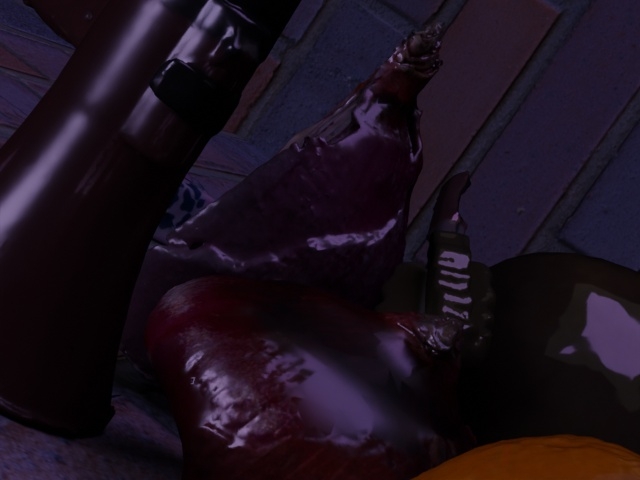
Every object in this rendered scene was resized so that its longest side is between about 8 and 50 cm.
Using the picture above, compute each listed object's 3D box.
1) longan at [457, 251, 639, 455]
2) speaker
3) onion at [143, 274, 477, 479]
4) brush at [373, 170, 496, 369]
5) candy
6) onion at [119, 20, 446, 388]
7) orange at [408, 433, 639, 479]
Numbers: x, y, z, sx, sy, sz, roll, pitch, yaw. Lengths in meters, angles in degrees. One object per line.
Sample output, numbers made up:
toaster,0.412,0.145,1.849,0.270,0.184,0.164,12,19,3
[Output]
longan,0.190,0.154,1.338,0.297,0.297,0.297,34,7,-5
speaker,-0.142,-0.064,1.166,0.198,0.329,0.259,33,0,-12
onion,0.015,0.116,1.096,0.272,0.195,0.272,52,3,-4
brush,0.088,0.014,1.298,0.071,0.084,0.301,56,22,-18
candy,-0.187,-0.060,1.901,0.092,0.073,0.160,31,7,-41
onion,0.000,0.000,1.356,0.159,0.349,0.267,51,16,-3
orange,0.108,0.212,0.756,0.261,0.261,0.261,34,7,-5
